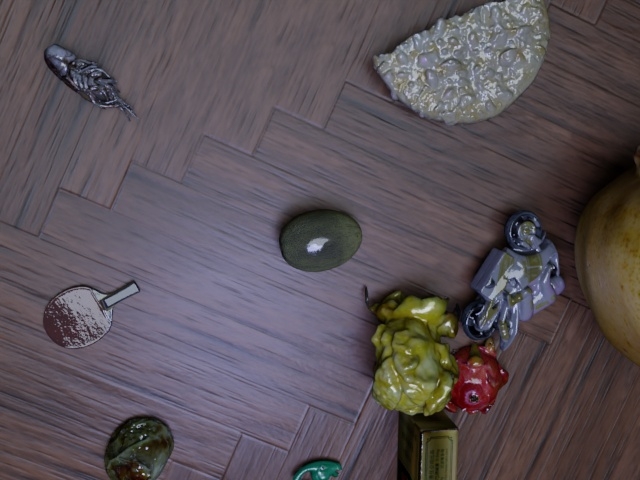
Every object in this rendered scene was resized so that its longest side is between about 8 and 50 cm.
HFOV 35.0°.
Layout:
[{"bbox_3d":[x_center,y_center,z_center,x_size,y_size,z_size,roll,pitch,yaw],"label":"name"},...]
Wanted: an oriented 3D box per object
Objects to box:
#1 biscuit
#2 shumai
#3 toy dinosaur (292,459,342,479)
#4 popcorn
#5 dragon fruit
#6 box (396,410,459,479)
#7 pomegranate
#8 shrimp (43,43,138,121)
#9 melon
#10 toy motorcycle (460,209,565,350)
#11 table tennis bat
[{"bbox_3d":[0.229,-0.269,1.577,0.281,0.084,0.179,-21,104,-3],"label":"biscuit"},{"bbox_3d":[-0.286,0.340,1.582,0.099,0.087,0.123,27,92,-9],"label":"shumai"},{"bbox_3d":[-0.020,0.413,1.649,0.132,0.059,0.096,-17,91,-14],"label":"toy dinosaur"},{"bbox_3d":[0.140,0.173,1.582,0.174,0.168,0.195,2,86,29],"label":"popcorn"},{"bbox_3d":[0.251,0.231,1.652,0.126,0.068,0.112,-29,101,-2],"label":"dragon fruit"},{"bbox_3d":[0.167,0.392,1.615,0.071,0.159,0.240,0,96,-10],"label":"box"},{"bbox_3d":[0.575,0.019,1.509,0.417,0.416,0.416,-1,98,-8],"label":"pomegranate"},{"bbox_3d":[-0.338,-0.234,1.510,0.165,0.065,0.056,29,69,-10],"label":"shrimp"},{"bbox_3d":[0.000,0.000,1.571,0.131,0.098,0.098,-7,98,-10],"label":"melon"},{"bbox_3d":[0.324,0.071,1.635,0.152,0.073,0.225,24,92,-23],"label":"toy motorcycle"},{"bbox_3d":[-0.355,0.108,1.580,0.158,0.014,0.095,-28,99,-1],"label":"table tennis bat"}]
